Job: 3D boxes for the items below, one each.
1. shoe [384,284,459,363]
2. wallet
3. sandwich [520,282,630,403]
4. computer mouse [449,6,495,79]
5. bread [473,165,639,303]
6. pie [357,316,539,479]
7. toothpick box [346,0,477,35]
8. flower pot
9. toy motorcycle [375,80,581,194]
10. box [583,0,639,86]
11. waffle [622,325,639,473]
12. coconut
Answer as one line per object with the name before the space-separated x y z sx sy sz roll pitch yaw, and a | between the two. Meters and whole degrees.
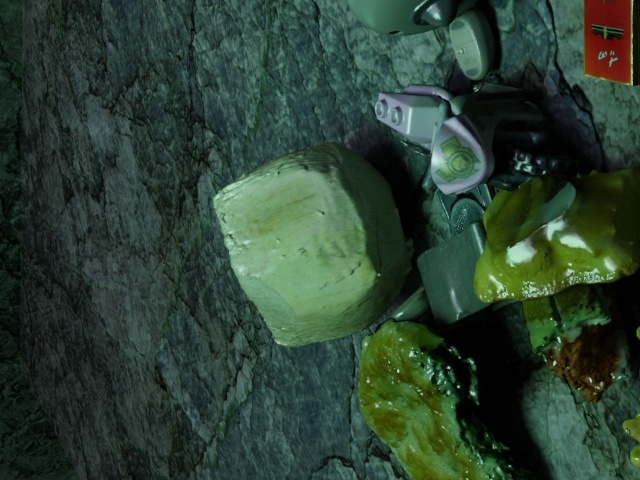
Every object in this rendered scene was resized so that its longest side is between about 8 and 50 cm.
shoe | 0.154 0.147 2.171 0.125 0.099 0.227 43 167 10
wallet | 0.203 -0.048 2.054 0.129 0.026 0.088 -34 71 62
sandwich | 0.317 0.082 1.806 0.109 0.160 0.184 -35 27 28
computer mouse | 0.202 -0.258 1.950 0.066 0.039 0.096 -3 107 64
bread | 0.271 -0.013 1.728 0.233 0.160 0.088 -20 121 42
pie | 0.171 0.265 2.083 0.296 0.078 0.371 -5 118 58
toothpick box | 0.106 -0.404 1.887 0.316 0.229 0.229 66 151 23
flower pot | 0.213 0.042 1.992 0.229 0.103 0.108 -35 70 63
toy motorcycle | 0.173 -0.136 1.892 0.327 0.188 0.143 35 125 53
box | 0.336 -0.248 1.710 0.090 0.023 0.133 30 127 58
waffle | 0.435 0.206 1.681 0.281 0.058 0.300 57 148 36
coconut | 0.000 0.000 2.215 0.297 0.255 0.297 -24 -90 -85
